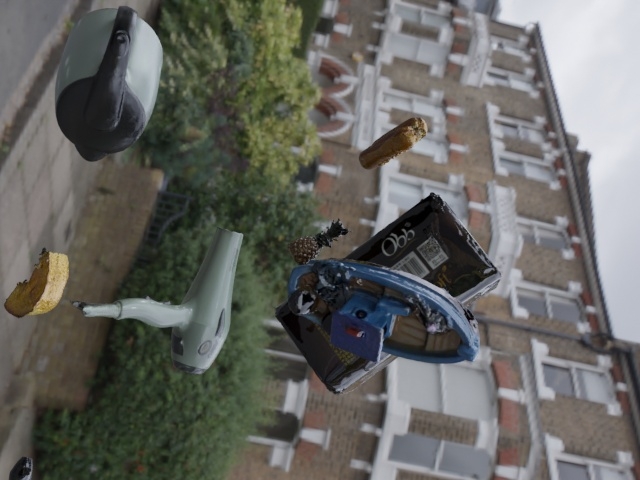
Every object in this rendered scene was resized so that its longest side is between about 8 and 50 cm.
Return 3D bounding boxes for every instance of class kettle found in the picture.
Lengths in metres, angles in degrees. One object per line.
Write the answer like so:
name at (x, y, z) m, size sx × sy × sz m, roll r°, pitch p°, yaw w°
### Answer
kettle at (-0.334, -0.272, 1.257) m, size 0.236 × 0.161 × 0.221 m, roll -96°, pitch -151°, yaw -50°

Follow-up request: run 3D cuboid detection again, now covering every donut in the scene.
donut at (-0.301, 0.046, 0.850) m, size 0.067 × 0.038 × 0.083 m, roll 19°, pitch -87°, yaw 43°

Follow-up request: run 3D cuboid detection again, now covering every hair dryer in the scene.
hair dryer at (-0.210, 0.059, 1.177) m, size 0.267 × 0.092 × 0.229 m, roll 44°, pitch 69°, yaw -47°
hair dryer at (-0.429, 0.345, 1.125) m, size 0.083 × 0.031 × 0.079 m, roll -40°, pitch -148°, yaw 54°

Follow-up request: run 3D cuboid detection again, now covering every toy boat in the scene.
toy boat at (0.065, 0.083, 0.856) m, size 0.097 × 0.223 × 0.100 m, roll -47°, pitch 148°, yaw -51°

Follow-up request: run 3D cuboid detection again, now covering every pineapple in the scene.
pineapple at (0.000, 0.000, 1.499) m, size 0.058 × 0.124 × 0.058 m, roll 59°, pitch -3°, yaw 5°

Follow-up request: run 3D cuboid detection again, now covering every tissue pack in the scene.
tissue pack at (0.126, 0.093, 1.420) m, size 0.210 × 0.370 × 0.198 m, roll 56°, pitch 4°, yaw 17°

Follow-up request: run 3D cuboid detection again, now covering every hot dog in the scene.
hot dog at (0.125, -0.169, 1.402) m, size 0.071 × 0.045 × 0.165 m, roll -44°, pitch -171°, yaw -31°
